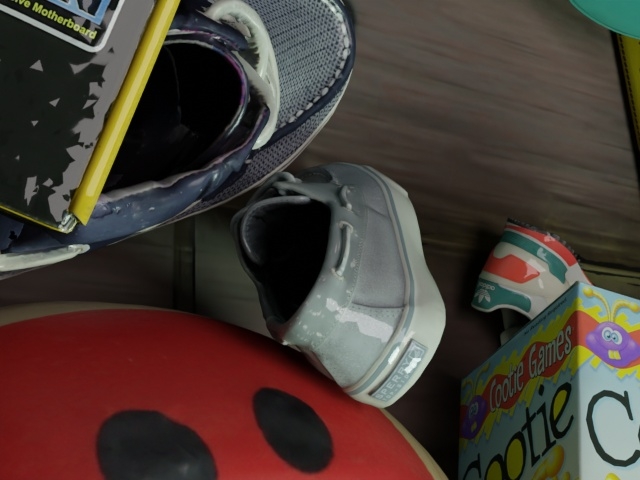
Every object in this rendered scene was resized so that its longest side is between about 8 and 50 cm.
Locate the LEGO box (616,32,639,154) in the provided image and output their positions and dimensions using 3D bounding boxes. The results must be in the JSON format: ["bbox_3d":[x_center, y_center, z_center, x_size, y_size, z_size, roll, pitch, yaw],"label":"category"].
[{"bbox_3d":[0.385,-0.287,1.218,0.372,0.193,0.500,-10,90,-46],"label":"LEGO box"}]

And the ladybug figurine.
[{"bbox_3d":[-0.080,0.175,0.680,0.449,0.162,0.305,-2,84,-46],"label":"ladybug figurine"}]

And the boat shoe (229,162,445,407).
[{"bbox_3d":[-0.001,0.001,0.786,0.081,0.227,0.079,34,103,-20],"label":"boat shoe"}]

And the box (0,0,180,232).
[{"bbox_3d":[-0.184,-0.178,0.533,0.322,0.079,0.257,24,85,-15],"label":"box"}]

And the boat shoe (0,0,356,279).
[{"bbox_3d":[-0.057,-0.067,0.750,0.340,0.158,0.127,-33,107,-44],"label":"boat shoe"}]

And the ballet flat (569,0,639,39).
[{"bbox_3d":[0.168,-0.204,1.052,0.231,0.077,0.077,16,56,-29],"label":"ballet flat"}]

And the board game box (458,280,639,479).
[{"bbox_3d":[0.168,0.187,0.876,0.144,0.142,0.275,16,55,-17],"label":"board game box"}]

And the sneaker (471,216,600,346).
[{"bbox_3d":[0.152,0.055,1.028,0.161,0.057,0.075,43,77,-38],"label":"sneaker"}]
